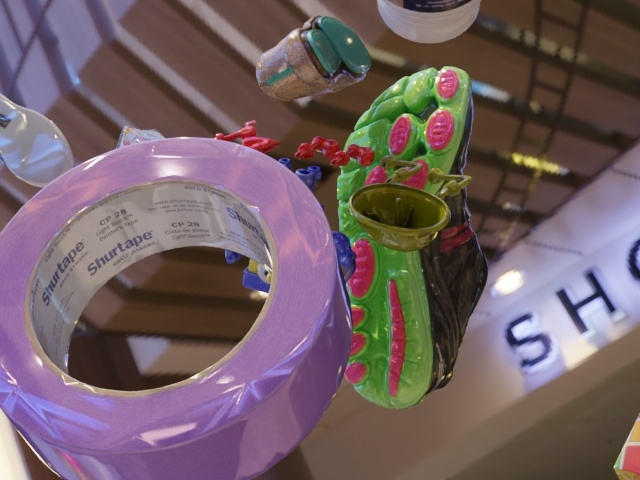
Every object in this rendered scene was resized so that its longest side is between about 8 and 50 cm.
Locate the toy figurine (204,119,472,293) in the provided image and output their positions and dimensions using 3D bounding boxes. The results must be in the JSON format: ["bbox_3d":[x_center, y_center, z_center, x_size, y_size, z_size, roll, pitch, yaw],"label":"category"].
[{"bbox_3d":[0.000,0.000,1.609,0.191,0.363,0.217,-40,-40,-56],"label":"toy figurine"}]

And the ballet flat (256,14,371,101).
[{"bbox_3d":[-0.017,-0.237,1.645,0.106,0.107,0.316,-31,-1,17],"label":"ballet flat"}]

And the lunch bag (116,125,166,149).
[{"bbox_3d":[-0.180,-0.065,1.269,0.053,0.071,0.083,6,-67,-39],"label":"lunch bag"}]

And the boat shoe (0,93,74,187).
[{"bbox_3d":[-0.376,-0.121,1.569,0.080,0.228,0.076,-54,-34,-9],"label":"boat shoe"}]

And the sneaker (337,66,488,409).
[{"bbox_3d":[0.135,-0.007,1.749,0.185,0.482,0.202,8,-2,33],"label":"sneaker"}]

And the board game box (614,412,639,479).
[{"bbox_3d":[0.422,0.206,1.176,0.124,0.259,0.039,-57,-43,-24],"label":"board game box"}]

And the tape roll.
[{"bbox_3d":[-0.117,0.054,0.932,0.275,0.274,0.090,-24,-37,-5],"label":"tape roll"}]

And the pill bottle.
[{"bbox_3d":[0.122,-0.341,1.364,0.153,0.153,0.264,-23,-24,-7],"label":"pill bottle"}]
